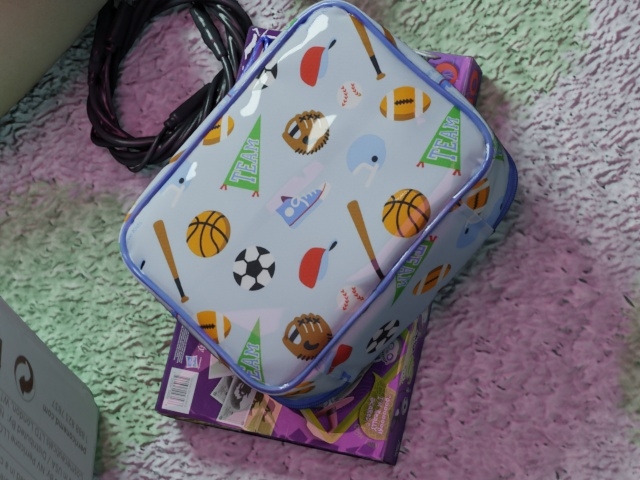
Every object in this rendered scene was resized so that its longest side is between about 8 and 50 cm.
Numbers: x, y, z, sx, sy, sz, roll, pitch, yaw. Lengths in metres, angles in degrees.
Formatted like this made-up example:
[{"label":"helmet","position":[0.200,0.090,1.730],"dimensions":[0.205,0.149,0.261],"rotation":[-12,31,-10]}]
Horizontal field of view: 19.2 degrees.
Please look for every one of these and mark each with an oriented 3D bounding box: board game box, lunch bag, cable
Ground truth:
[{"label":"board game box","position":[0.000,0.000,1.600],"dimensions":[0.208,0.056,0.347],"rotation":[10,80,23]},{"label":"lunch bag","position":[-0.003,-0.036,1.527],"dimensions":[0.243,0.115,0.303],"rotation":[43,93,23]},{"label":"cable","position":[-0.136,-0.146,1.682],"dimensions":[0.150,0.047,0.185],"rotation":[6,76,13]}]

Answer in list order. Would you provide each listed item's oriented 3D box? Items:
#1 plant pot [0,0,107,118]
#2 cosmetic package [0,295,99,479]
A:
[{"label":"plant pot","position":[-0.341,-0.192,1.664],"dimensions":[0.256,0.256,0.274],"rotation":[38,104,21]},{"label":"cosmetic package","position":[-0.427,0.219,1.486],"dimensions":[0.393,0.329,0.327],"rotation":[-8,58,15]}]
